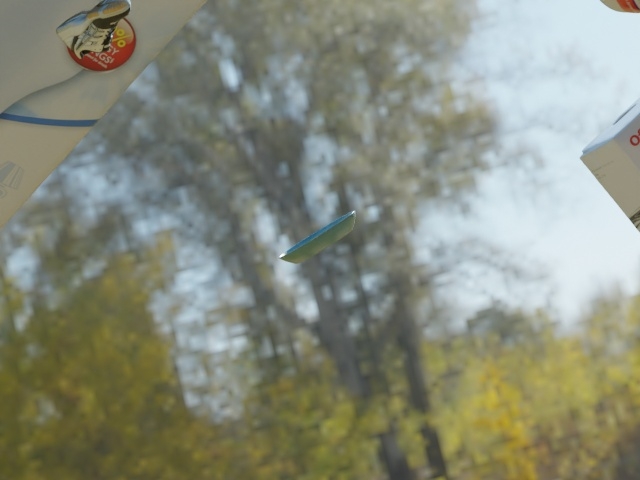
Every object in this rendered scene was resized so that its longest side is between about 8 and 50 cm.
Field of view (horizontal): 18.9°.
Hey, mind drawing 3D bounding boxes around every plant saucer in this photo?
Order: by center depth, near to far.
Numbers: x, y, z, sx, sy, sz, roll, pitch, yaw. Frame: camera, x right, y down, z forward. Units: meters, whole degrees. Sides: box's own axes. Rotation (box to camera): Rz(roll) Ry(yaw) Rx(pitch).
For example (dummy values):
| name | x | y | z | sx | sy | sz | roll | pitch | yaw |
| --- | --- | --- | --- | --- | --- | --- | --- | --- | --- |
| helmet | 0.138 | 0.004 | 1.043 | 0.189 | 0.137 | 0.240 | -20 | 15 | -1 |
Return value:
| name | x | y | z | sx | sy | sz | roll | pitch | yaw |
| --- | --- | --- | --- | --- | --- | --- | --- | --- | --- |
| plant saucer | 0.000 | 0.000 | 2.542 | 0.119 | 0.021 | 0.119 | -31 | 2 | 1 |

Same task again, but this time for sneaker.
| name | x | y | z | sx | sy | sz | roll | pitch | yaw |
| --- | --- | --- | --- | --- | --- | --- | --- | --- | --- |
| sneaker | -0.175 | -0.172 | 1.549 | 0.083 | 0.037 | 0.032 | -17 | 23 | 46 |

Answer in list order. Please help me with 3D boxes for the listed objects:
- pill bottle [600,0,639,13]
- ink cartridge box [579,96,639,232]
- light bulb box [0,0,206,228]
| name | x | y | z | sx | sy | sz | roll | pitch | yaw |
| --- | --- | --- | --- | --- | --- | --- | --- | --- | --- |
| pill bottle | 0.434 | -0.313 | 1.907 | 0.323 | 0.181 | 0.181 | 5 | 1 | 28 |
| ink cartridge box | 0.400 | -0.068 | 2.103 | 0.139 | 0.191 | 0.082 | -41 | 5 | -23 |
| light bulb box | -0.352 | -0.262 | 1.875 | 0.358 | 0.225 | 0.361 | 32 | -65 | -28 |
